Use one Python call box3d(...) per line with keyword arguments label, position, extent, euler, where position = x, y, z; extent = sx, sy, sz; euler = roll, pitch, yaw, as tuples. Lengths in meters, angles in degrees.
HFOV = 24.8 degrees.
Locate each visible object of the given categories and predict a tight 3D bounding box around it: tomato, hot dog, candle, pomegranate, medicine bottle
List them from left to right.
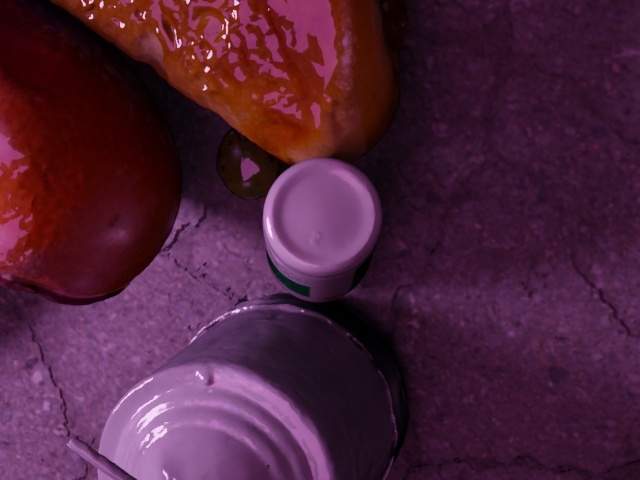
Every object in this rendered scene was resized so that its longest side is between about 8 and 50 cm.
box3d(label="tomato", position=(-0.247, -0.121, 1.221), extent=(0.335, 0.289, 0.176), euler=(40, 112, 3))
box3d(label="hot dog", position=(-0.085, -0.247, 1.180), extent=(0.405, 0.185, 0.223), euler=(34, 114, 3))
box3d(label="candle", position=(-0.059, 0.181, 1.250), extent=(0.221, 0.342, 0.221), euler=(4, 105, 16))
box3d(label="pomegranate", position=(-0.059, -0.071, 1.308), extent=(0.073, 0.084, 0.073), euler=(0, 82, 3))
box3d(label="medicine bottle", position=(0.000, 0.000, 1.207), extent=(0.095, 0.260, 0.095), euler=(0, 80, 0))
